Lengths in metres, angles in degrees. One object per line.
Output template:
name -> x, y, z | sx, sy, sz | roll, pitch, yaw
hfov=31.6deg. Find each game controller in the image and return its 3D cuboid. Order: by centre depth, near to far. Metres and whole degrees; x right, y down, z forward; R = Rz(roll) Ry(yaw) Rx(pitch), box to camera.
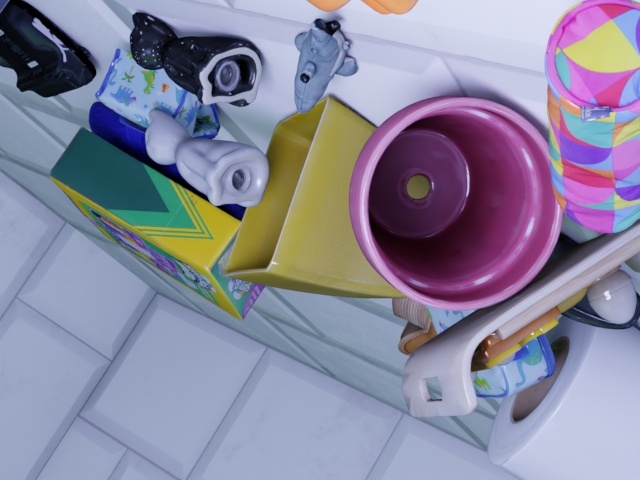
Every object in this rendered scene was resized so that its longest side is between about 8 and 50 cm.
game controller -> -0.455, -0.300, 1.786 | 0.166, 0.067, 0.319 | 52, 160, -19

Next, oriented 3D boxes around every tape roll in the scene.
tape roll -> 0.346, 0.220, 1.430 | 0.169, 0.246, 0.246 | 33, 167, -2

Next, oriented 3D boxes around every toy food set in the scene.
toy food set -> 0.232, 0.078, 1.096 | 0.092, 0.306, 0.220 | 58, 168, 3

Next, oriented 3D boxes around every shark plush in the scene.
shark plush -> 0.003, -0.177, 1.127 | 0.073, 0.067, 0.161 | 33, 167, -7

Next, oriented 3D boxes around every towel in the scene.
towel -> -0.239, -0.118, 1.891 | 0.308, 0.076, 0.227 | 21, 164, 39

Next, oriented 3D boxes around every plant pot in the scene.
plant pot -> 0.115, -0.047, 1.124 | 0.201, 0.201, 0.180 | 35, -178, -15
plant pot -> 0.025, -0.028, 1.377 | 0.187, 0.212, 0.212 | 21, 170, -17

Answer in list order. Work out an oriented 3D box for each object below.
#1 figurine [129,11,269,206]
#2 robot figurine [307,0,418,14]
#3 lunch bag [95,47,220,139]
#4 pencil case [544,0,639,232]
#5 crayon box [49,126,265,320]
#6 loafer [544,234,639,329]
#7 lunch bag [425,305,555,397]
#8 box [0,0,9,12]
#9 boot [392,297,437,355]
figurine -> -0.160, -0.160, 1.378 | 0.209, 0.092, 0.215 | 29, 133, 43
robot figurine -> -0.013, -0.245, 0.776 | 0.219, 0.158, 0.128 | 35, 132, -15
lunch bag -> -0.218, -0.188, 1.562 | 0.128, 0.096, 0.151 | 25, 180, 16
pencil case -> 0.226, -0.089, 0.880 | 0.104, 0.104, 0.236 | 27, 168, 20
crayon box -> -0.259, -0.018, 1.922 | 0.313, 0.106, 0.363 | 30, 169, 12
loafer -> 0.262, 0.031, 1.287 | 0.223, 0.076, 0.078 | 32, 176, 17
lunch bag -> 0.204, 0.090, 1.425 | 0.219, 0.090, 0.176 | 65, 167, 5
box -> -0.667, -0.364, 1.655 | 0.293, 0.212, 0.395 | 39, 166, -27
boot -> 0.238, 0.153, 1.794 | 0.220, 0.109, 0.283 | 22, 158, 21
